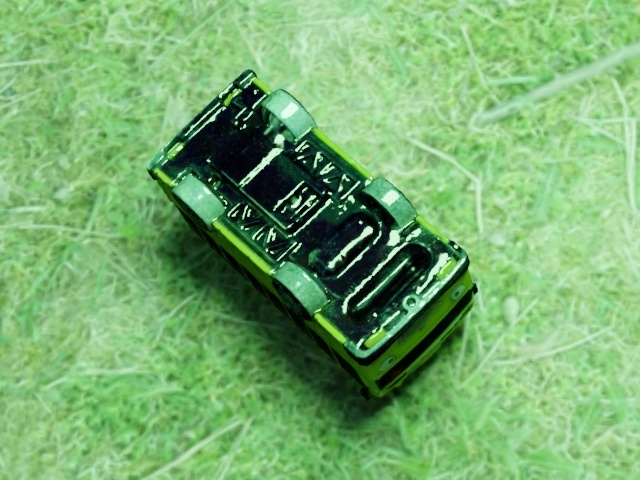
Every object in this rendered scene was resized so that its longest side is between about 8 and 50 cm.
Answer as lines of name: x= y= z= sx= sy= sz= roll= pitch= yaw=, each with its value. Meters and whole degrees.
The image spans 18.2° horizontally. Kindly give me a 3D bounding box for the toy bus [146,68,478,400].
toy bus: x=0.000 y=0.000 z=1.594 sx=0.128 sy=0.150 sz=0.262 roll=-44 pitch=62 yaw=-9
